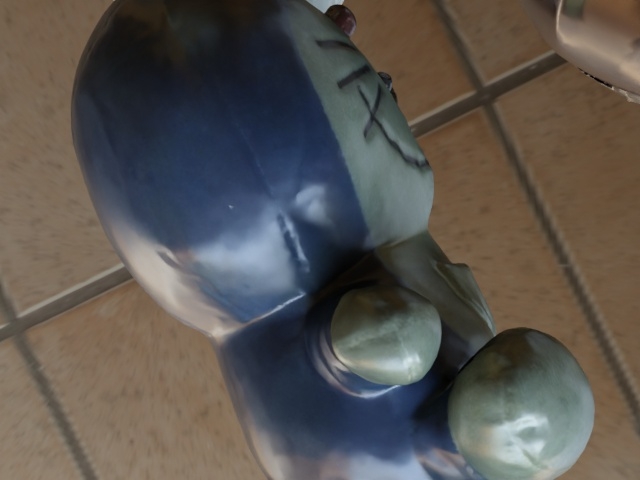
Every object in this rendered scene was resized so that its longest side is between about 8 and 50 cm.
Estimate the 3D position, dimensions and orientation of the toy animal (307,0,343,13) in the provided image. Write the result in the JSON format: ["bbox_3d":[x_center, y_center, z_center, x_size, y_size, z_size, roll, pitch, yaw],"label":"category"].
[{"bbox_3d":[-0.064,-0.221,1.437,0.249,0.174,0.289,-24,105,-34],"label":"toy animal"}]

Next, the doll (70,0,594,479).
[{"bbox_3d":[0.000,0.000,0.739,0.154,0.228,0.258,-25,88,6],"label":"doll"}]

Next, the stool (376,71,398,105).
[{"bbox_3d":[-0.010,-0.056,0.994,0.096,0.096,0.110,26,117,-4],"label":"stool"}]

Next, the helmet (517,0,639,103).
[{"bbox_3d":[0.198,-0.215,1.114,0.177,0.305,0.225,21,104,-26],"label":"helmet"}]
